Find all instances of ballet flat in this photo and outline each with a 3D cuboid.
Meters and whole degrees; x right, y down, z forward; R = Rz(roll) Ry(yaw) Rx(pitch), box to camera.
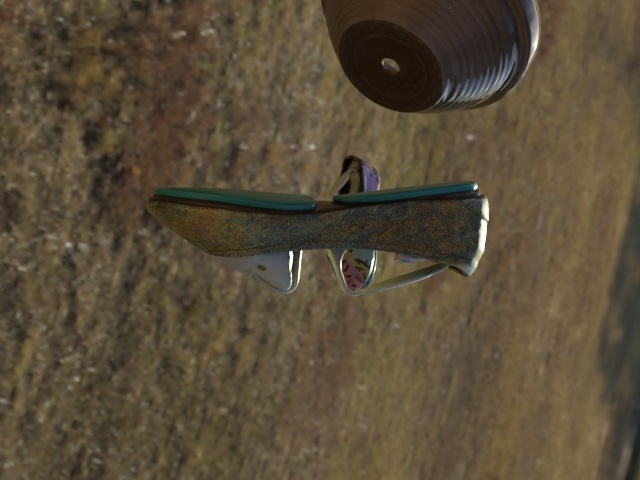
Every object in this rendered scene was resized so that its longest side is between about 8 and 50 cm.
[{"bbox_3d":[0.000,0.000,1.246,0.123,0.348,0.123,179,-90,-82],"label":"ballet flat"},{"bbox_3d":[0.038,-0.029,1.737,0.079,0.076,0.222,39,43,-33],"label":"ballet flat"}]

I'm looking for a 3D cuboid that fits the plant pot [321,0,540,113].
[{"bbox_3d":[0.091,-0.207,1.251,0.110,0.237,0.237,-56,149,-34],"label":"plant pot"}]
